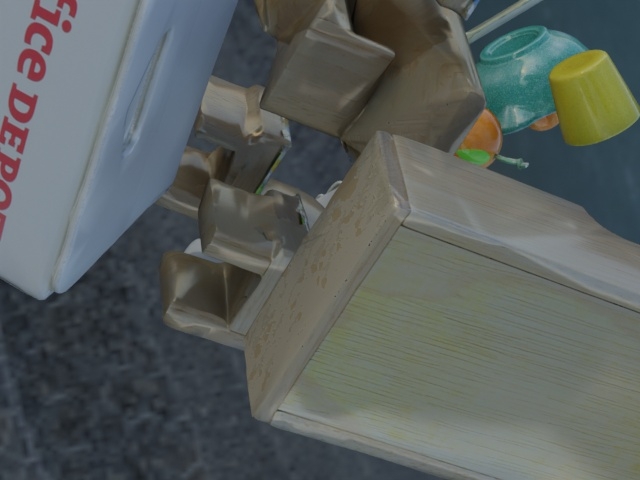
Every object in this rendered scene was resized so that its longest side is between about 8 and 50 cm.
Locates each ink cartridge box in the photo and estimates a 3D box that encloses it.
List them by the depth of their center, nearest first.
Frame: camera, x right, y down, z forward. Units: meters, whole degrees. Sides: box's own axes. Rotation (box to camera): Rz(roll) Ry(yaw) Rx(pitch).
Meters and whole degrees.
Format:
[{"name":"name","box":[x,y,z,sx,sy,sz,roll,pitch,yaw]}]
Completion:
[{"name":"ink cartridge box","box":[-0.238,-0.187,1.026,0.384,0.279,0.160,31,38,10]}]

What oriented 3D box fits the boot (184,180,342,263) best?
[{"name":"boot","box":[0.000,0.000,1.679,0.123,0.258,0.095,-63,142,-28]}]

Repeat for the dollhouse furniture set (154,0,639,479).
[{"name":"dollhouse furniture set","box":[0.092,-0.043,1.111,0.256,0.362,0.394,20,32,-21]}]

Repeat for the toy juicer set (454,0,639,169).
[{"name":"toy juicer set","box":[0.155,-0.126,1.643,0.329,0.209,0.089,-103,167,-69]}]
